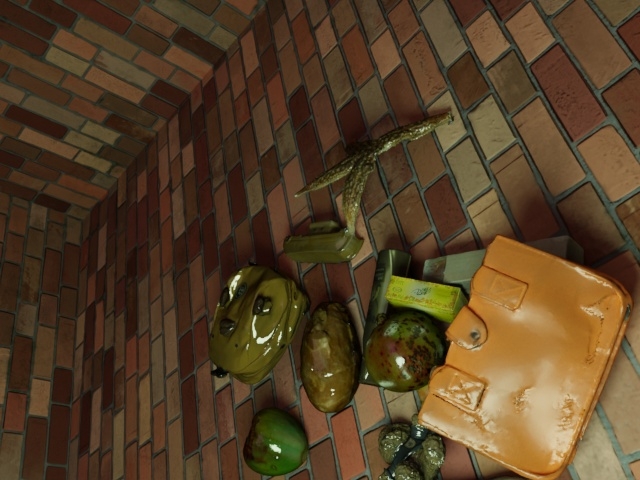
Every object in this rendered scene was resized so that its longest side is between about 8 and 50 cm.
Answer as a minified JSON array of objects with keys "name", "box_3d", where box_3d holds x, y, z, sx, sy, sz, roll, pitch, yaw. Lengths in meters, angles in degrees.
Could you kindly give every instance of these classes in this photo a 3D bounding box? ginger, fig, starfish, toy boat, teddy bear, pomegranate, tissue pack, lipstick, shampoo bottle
[{"name":"ginger","box_3d":[0.028,0.294,1.737,0.165,0.172,0.321,-1,62,8]},{"name":"fig","box_3d":[-0.121,0.554,1.783,0.191,0.181,0.181,17,85,29]},{"name":"starfish","box_3d":[0.135,-0.214,1.860,0.384,0.132,0.398,4,59,57]},{"name":"toy boat","box_3d":[0.000,0.000,1.977,0.321,0.089,0.121,-4,61,49]},{"name":"teddy bear","box_3d":[0.204,0.491,1.457,0.182,0.129,0.251,-43,11,-7]},{"name":"pomegranate","box_3d":[0.200,0.288,1.522,0.198,0.198,0.245,6,104,51]},{"name":"tissue pack","box_3d":[0.252,0.142,1.547,0.176,0.095,0.062,9,67,30]},{"name":"lipstick","box_3d":[0.399,0.064,1.470,0.372,0.076,0.079,-13,54,47]},{"name":"shampoo bottle","box_3d":[0.162,0.199,1.676,0.125,0.084,0.349,143,140,-75]}]

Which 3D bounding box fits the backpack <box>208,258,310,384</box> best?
[{"name":"backpack","box_3d":[-0.210,0.253,2.010,0.354,0.201,0.377,2,71,55]}]

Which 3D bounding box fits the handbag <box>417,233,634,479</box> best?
[{"name":"handbag","box_3d":[0.391,0.225,1.266,0.304,0.116,0.410,23,91,19]}]

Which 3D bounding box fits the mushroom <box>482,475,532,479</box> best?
[{"name":"mushroom","box_3d":[0.294,0.540,1.327,0.351,0.109,0.097,-29,68,30]}]
